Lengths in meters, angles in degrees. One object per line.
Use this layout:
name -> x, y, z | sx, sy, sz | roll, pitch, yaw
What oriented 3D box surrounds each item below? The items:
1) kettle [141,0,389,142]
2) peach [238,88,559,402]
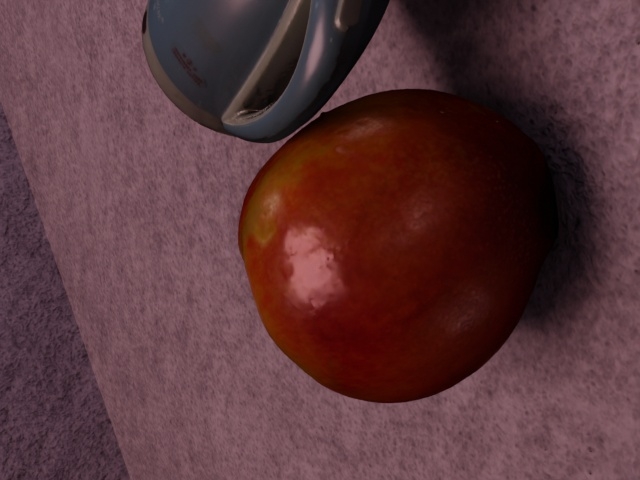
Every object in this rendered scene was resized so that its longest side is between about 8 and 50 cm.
kettle -> -0.028, -0.260, 1.224 | 0.342, 0.247, 0.319 | 140, 133, -56
peach -> 0.094, -0.002, 1.323 | 0.388, 0.388, 0.388 | 37, 136, 46
